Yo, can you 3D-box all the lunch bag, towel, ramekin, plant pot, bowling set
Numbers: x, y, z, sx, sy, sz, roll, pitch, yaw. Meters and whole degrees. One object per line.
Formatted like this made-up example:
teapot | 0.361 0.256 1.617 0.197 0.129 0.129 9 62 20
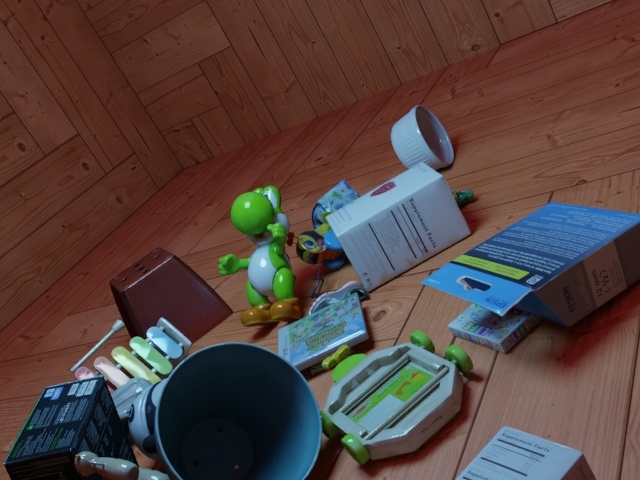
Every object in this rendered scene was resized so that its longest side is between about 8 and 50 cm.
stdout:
lunch bag | 0.041 -0.095 2.322 0.129 0.096 0.151 -40 -7 -24
towel | 0.020 0.236 1.663 0.110 0.027 0.148 -27 20 7
ramekin | 0.307 -0.300 2.288 0.109 0.207 0.207 -28 18 32
plant pot | -0.461 0.171 2.175 0.267 0.235 0.267 -37 21 -18
bowling set | -0.351 0.493 1.332 0.154 0.287 0.199 4 64 28
plant pot | -0.164 0.356 1.347 0.290 0.290 0.195 -46 -7 -37

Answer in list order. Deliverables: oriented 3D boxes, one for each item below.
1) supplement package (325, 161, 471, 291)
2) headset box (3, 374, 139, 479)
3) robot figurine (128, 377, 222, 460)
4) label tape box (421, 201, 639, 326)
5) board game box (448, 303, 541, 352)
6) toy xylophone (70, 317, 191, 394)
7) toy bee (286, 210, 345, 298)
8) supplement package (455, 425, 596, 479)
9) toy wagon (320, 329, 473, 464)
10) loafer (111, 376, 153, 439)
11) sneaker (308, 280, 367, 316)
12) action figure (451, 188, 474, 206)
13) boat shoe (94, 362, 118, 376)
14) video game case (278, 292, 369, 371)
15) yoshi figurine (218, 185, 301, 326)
supplement package | 0.189 -0.039 1.863 0.293 0.175 0.177 -30 19 1
headset box | -0.470 0.458 1.470 0.131 0.283 0.246 -12 23 3
robot figurine | -0.268 0.356 1.560 0.278 0.209 0.173 -22 62 20
label tape box | 0.401 0.060 1.379 0.348 0.115 0.249 -30 20 -18
board game box | 0.330 0.157 1.424 0.103 0.026 0.154 -38 22 -19
toy xylophone | -0.505 0.329 1.934 0.322 0.236 0.081 -54 -9 -35
toy bee | 0.000 0.000 2.010 0.298 0.162 0.195 -35 -28 -59
supplement package | 0.223 0.369 0.909 0.244 0.139 0.134 -40 21 -23
toy wagon | 0.114 0.275 1.387 0.267 0.068 0.344 -36 20 -17
loafer | -0.506 0.458 1.743 0.319 0.112 0.111 -44 51 -4
sneaker | 0.044 0.153 1.785 0.158 0.061 0.065 -35 27 -10
action figure | 0.310 -0.104 2.026 0.232 0.063 0.137 -10 25 36
boat shoe | -0.598 0.424 1.951 0.091 0.109 0.305 -22 17 35
video game case | 0.001 0.209 1.676 0.212 0.023 0.193 -26 21 7
yoshi figurine | -0.156 0.029 1.894 0.204 0.362 0.203 -3 -13 -10
